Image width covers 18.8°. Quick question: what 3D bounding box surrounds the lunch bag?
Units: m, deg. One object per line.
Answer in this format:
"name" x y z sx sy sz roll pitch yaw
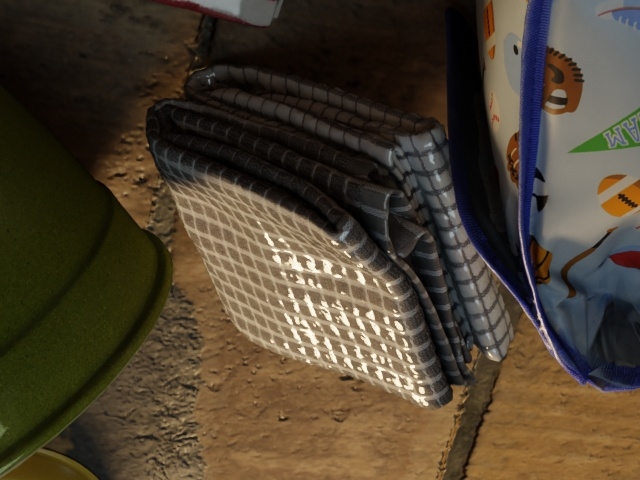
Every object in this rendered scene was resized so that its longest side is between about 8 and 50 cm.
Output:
"lunch bag" 0.212 -0.127 1.418 0.239 0.328 0.385 0 131 0

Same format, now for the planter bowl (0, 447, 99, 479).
"planter bowl" -0.306 0.303 1.863 0.217 0.090 0.217 -3 128 -4

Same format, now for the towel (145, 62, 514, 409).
"towel" 0.000 0.000 1.538 0.121 0.284 0.235 -42 131 -25

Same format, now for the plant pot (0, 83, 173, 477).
"plant pot" -0.360 -0.023 1.459 0.366 0.366 0.353 -26 115 15

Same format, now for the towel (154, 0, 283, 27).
"towel" -0.098 -0.315 1.423 0.237 0.037 0.329 12 127 -14
